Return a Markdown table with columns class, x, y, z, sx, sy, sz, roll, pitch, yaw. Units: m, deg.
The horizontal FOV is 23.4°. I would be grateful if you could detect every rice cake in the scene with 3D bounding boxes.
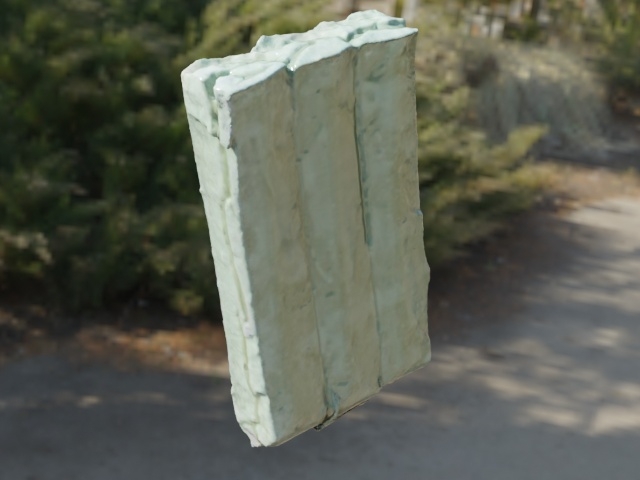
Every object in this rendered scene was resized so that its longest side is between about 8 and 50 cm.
| class | x | y | z | sx | sy | sz | roll | pitch | yaw |
| --- | --- | --- | --- | --- | --- | --- | --- | --- | --- |
| rice cake | 0.000 | 0.000 | 0.730 | 0.124 | 0.211 | 0.038 | -23 | 37 | -31 |
